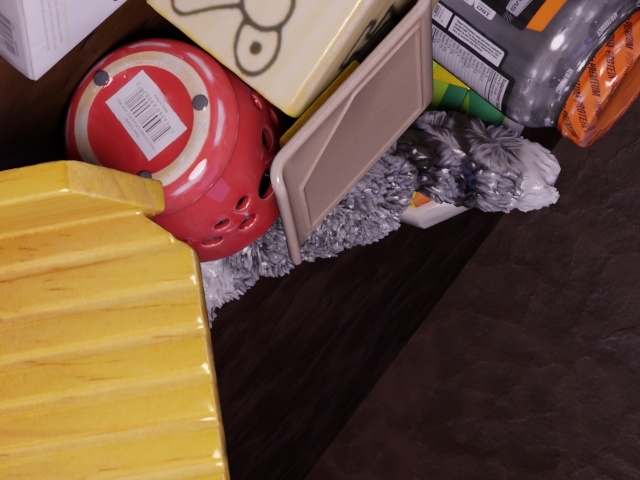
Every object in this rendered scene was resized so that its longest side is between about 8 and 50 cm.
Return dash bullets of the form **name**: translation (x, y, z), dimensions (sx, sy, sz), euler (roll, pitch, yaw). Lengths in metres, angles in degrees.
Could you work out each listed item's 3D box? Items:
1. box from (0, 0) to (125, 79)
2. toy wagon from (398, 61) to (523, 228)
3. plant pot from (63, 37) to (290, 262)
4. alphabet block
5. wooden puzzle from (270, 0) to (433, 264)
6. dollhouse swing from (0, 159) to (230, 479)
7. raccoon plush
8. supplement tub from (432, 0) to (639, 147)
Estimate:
- **box**: translation (-0.140, -0.296, 1.548), dimensions (0.322, 0.058, 0.232), euler (-46, 165, -20)
- **toy wagon**: translation (0.137, -0.185, 2.232), dimensions (0.344, 0.267, 0.068), euler (-64, 151, -13)
- **plant pot**: translation (-0.138, -0.087, 1.823), dimensions (0.191, 0.191, 0.174), euler (-52, 158, 3)
- **alphabet block**: translation (-0.008, -0.246, 1.807), dimensions (0.197, 0.192, 0.193), euler (-54, 163, 17)
- **wooden puzzle**: translation (0.028, -0.108, 1.808), dimensions (0.238, 0.044, 0.221), euler (-52, 166, -13)
- **dollhouse swing**: translation (-0.263, 0.109, 1.461), dimensions (0.315, 0.346, 0.305), euler (-11, 166, 8)
- **raccoon plush**: translation (0.000, 0.000, 2.082), dimensions (0.216, 0.446, 0.299), euler (-82, -166, -47)
- **supplement tub**: translation (0.196, -0.262, 2.079), dimensions (0.207, 0.338, 0.207), euler (-47, 165, -16)
